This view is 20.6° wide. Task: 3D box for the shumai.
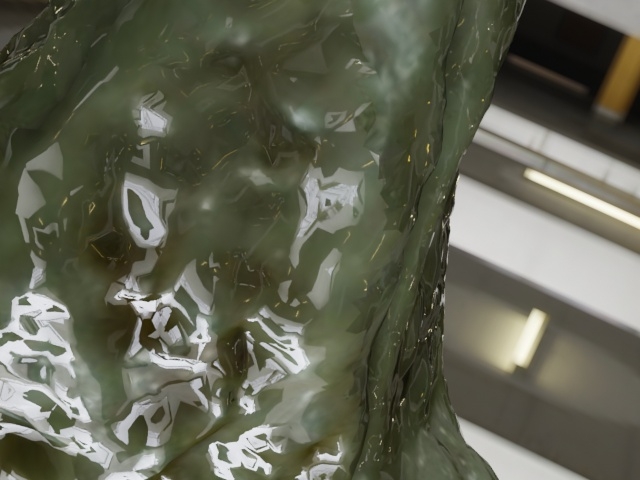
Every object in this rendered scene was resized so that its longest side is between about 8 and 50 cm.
[{"bbox_3d":[0.000,0.000,0.518,0.222,0.260,0.225,38,-143,-4],"label":"shumai"}]
